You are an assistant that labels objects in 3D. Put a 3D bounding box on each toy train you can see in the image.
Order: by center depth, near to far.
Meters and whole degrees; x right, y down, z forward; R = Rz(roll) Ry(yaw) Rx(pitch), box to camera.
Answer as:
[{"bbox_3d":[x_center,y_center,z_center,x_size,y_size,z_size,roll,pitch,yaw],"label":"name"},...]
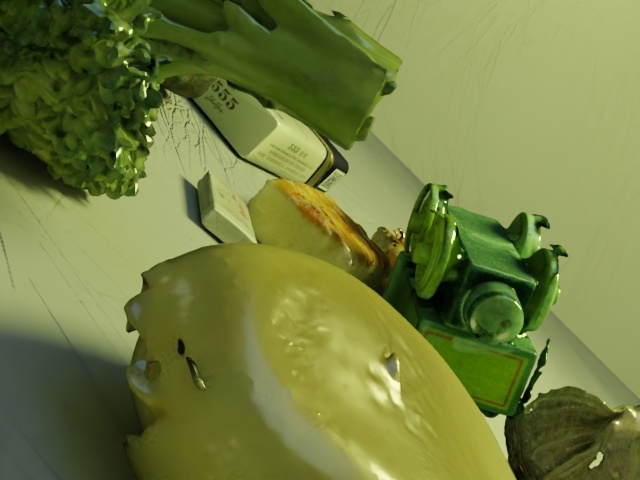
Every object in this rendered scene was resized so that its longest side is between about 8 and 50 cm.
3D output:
[{"bbox_3d":[0.151,0.057,1.176,0.159,0.188,0.272,17,18,-7],"label":"toy train"}]

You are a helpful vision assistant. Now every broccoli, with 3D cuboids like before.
[{"bbox_3d":[-0.115,-0.149,0.783,0.302,0.249,0.375,53,20,-3],"label":"broccoli"}]

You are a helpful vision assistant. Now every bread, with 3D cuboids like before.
[{"bbox_3d":[0.000,0.000,1.173,0.125,0.068,0.188,48,10,13],"label":"bread"}]

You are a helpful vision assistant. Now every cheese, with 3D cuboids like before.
[{"bbox_3d":[0.012,0.116,0.609,0.316,0.128,0.259,36,16,-36],"label":"cheese"}]

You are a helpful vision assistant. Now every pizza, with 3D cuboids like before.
[{"bbox_3d":[0.131,0.062,1.456,0.189,0.071,0.297,43,9,-1],"label":"pizza"}]

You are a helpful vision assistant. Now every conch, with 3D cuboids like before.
[{"bbox_3d":[0.269,0.229,1.154,0.178,0.163,0.245,56,-20,5],"label":"conch"}]

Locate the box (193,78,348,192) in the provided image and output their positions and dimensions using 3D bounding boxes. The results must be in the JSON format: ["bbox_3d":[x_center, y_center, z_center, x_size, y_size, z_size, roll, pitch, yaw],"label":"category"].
[{"bbox_3d":[-0.071,-0.156,1.488,0.168,0.071,0.259,49,12,20],"label":"box"}]

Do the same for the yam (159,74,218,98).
[{"bbox_3d":[-0.202,-0.258,1.192,0.330,0.133,0.133,29,20,-52],"label":"yam"}]

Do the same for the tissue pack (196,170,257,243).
[{"bbox_3d":[-0.088,-0.025,1.042,0.056,0.023,0.108,42,11,-20],"label":"tissue pack"}]
